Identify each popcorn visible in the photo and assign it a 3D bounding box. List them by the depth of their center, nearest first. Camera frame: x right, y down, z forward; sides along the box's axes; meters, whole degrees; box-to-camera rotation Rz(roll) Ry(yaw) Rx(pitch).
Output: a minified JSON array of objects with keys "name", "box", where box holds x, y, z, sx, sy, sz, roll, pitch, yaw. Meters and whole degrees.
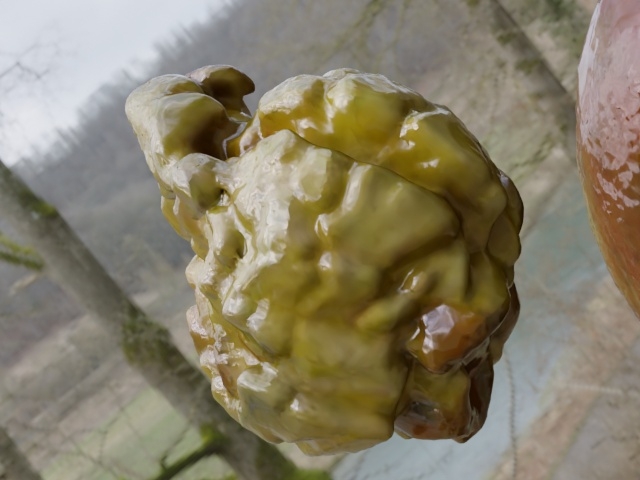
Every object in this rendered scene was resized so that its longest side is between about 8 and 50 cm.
[{"name":"popcorn","box":[0.000,0.000,0.816,0.225,0.332,0.265,-36,-11,-36]}]

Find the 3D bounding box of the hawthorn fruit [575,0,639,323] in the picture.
[{"name":"hawthorn fruit","box":[0.420,-0.086,0.960,0.471,0.472,0.472,-39,-2,-1]}]
